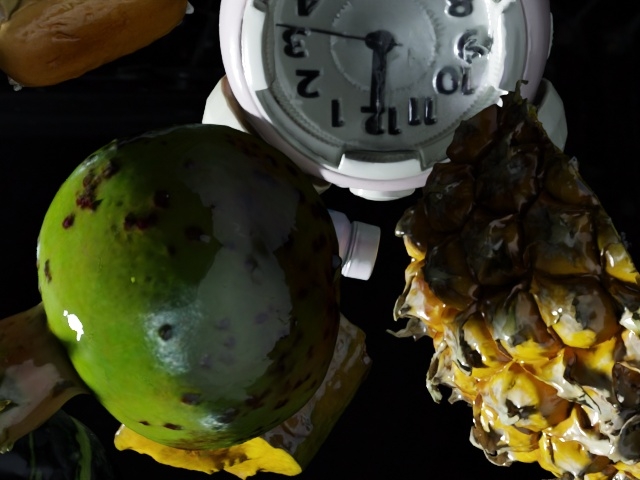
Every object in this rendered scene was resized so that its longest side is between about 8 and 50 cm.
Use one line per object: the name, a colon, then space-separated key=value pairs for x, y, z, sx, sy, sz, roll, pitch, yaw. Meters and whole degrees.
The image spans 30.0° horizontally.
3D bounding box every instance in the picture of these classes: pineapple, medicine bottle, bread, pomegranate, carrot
pineapple: x=0.162 y=0.105 z=0.870 sx=0.209 sy=0.286 sz=0.344 roll=-29 pitch=-54 yaw=13
medicine bottle: x=0.000 y=0.000 z=0.952 sx=0.089 sy=0.052 sz=0.052 roll=14 pitch=-80 yaw=-4
bread: x=-0.275 y=-0.274 z=1.402 sx=0.241 sy=0.107 sz=0.136 roll=-26 pitch=-28 yaw=-6
pomegranate: x=-0.122 y=0.036 z=0.815 sx=0.286 sy=0.231 sz=0.231 roll=-8 pitch=-65 yaw=-19
carrot: x=-0.092 y=0.208 z=1.656 sx=0.341 sy=0.241 sz=0.241 roll=-52 pitch=-44 yaw=-19

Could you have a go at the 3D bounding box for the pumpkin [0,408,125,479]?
pumpkin: x=-0.338 y=0.299 z=1.149 sx=0.323 sy=0.241 sz=0.323 roll=-11 pitch=-62 yaw=-21

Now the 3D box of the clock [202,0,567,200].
clock: x=0.057 y=-0.187 z=1.099 sx=0.184 sy=0.342 sz=0.326 roll=-64 pitch=-25 yaw=-68
